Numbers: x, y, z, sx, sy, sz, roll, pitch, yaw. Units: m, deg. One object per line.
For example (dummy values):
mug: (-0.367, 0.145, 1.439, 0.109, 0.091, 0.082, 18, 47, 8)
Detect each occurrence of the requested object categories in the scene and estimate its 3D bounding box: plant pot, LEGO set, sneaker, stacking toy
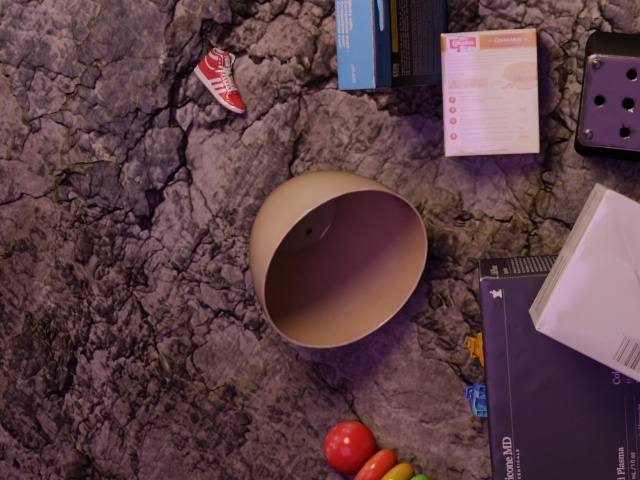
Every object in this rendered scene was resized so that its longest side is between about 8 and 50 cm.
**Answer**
plant pot: (0.449, -0.198, 1.705, 0.188, 0.167, 0.187, 9, 101, 23)
plant pot: (0.000, 0.000, 1.901, 0.191, 0.284, 0.284, 49, 119, 48)
LEGO set: (0.273, 0.195, 1.896, 0.087, 0.093, 0.227, 4, 96, -9)
sneaker: (-0.157, -0.273, 2.024, 0.118, 0.042, 0.067, 47, 116, 13)
stacking toy: (0.133, 0.426, 1.967, 0.330, 0.141, 0.141, 40, 111, 18)

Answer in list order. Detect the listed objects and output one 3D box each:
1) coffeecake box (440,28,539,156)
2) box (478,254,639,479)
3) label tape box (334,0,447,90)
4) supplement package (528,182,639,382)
coffeecake box: (0.256, -0.223, 1.819, 0.142, 0.068, 0.185, -2, 98, 7)
box: (0.394, 0.194, 1.742, 0.313, 0.179, 0.343, -3, 97, 6)
label tape box: (0.087, -0.341, 1.746, 0.106, 0.334, 0.240, 1, 98, 23)
supplement package: (0.435, 0.076, 1.558, 0.262, 0.145, 0.204, 27, 98, 3)
